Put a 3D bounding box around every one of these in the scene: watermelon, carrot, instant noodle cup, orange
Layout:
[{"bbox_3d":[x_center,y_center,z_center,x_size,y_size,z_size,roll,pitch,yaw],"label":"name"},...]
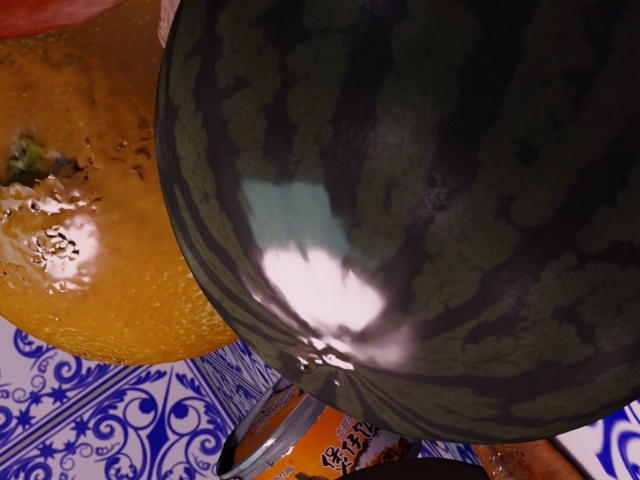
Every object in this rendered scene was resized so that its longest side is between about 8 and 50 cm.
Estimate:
[{"bbox_3d":[0.052,-0.042,0.572,0.212,0.212,0.212,52,169,15],"label":"watermelon"},{"bbox_3d":[0.132,0.143,1.200,0.161,0.055,0.055,52,169,26],"label":"carrot"},{"bbox_3d":[0.009,0.182,1.573,0.125,0.177,0.208,43,157,-7],"label":"instant noodle cup"},{"bbox_3d":[-0.123,-0.050,1.144,0.274,0.274,0.274,52,169,15],"label":"orange"}]

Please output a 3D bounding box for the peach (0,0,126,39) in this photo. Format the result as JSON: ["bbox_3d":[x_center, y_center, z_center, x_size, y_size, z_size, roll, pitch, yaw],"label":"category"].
[{"bbox_3d":[-0.118,-0.217,0.553,0.308,0.308,0.332,57,166,-11],"label":"peach"}]

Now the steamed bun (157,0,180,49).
[{"bbox_3d":[-0.012,-0.110,0.938,0.145,0.106,0.175,60,155,3],"label":"steamed bun"}]

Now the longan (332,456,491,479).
[{"bbox_3d":[0.070,0.302,1.294,0.297,0.297,0.297,52,169,15],"label":"longan"}]
